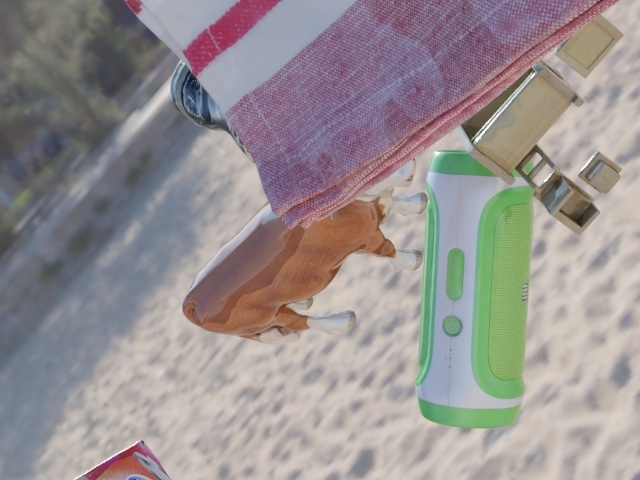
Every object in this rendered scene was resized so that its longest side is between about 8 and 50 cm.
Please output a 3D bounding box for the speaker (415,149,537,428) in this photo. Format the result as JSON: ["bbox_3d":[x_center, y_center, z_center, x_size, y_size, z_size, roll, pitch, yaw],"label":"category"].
[{"bbox_3d":[0.172,0.051,1.518,0.131,0.131,0.297,-146,58,-79],"label":"speaker"}]

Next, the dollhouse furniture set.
[{"bbox_3d":[0.255,-0.129,1.384,0.182,0.161,0.101,-49,22,16],"label":"dollhouse furniture set"}]

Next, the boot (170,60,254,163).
[{"bbox_3d":[-0.008,-0.164,1.036,0.236,0.085,0.178,-51,27,3],"label":"boot"}]

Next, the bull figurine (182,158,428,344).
[{"bbox_3d":[0.000,0.000,1.347,0.310,0.188,0.101,-38,50,31],"label":"bull figurine"}]

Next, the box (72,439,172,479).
[{"bbox_3d":[-0.208,0.294,1.181,0.128,0.123,0.257,-29,-14,-40],"label":"box"}]

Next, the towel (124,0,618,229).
[{"bbox_3d":[-0.049,-0.173,0.512,0.037,0.329,0.237,-39,1,-34],"label":"towel"}]
